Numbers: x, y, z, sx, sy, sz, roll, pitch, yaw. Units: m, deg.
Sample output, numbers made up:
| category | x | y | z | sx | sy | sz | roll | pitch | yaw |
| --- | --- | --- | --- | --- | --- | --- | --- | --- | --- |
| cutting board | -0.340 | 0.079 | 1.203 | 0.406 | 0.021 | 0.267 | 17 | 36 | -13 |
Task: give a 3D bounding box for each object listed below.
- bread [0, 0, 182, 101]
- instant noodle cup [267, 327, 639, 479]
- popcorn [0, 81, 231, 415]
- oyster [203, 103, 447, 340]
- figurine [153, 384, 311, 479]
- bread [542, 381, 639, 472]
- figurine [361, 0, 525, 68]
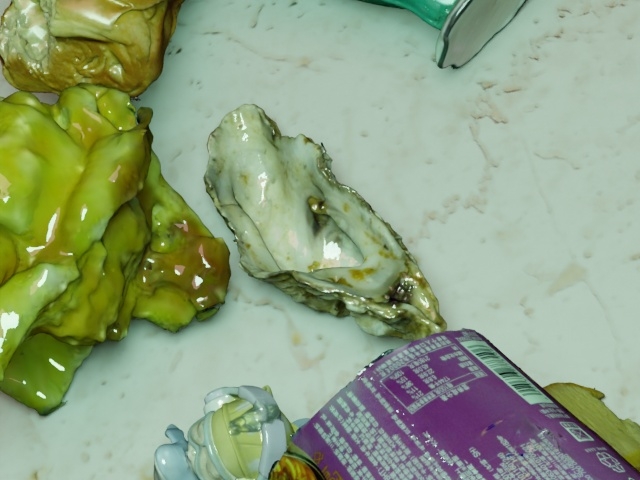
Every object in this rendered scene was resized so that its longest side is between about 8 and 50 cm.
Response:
| category | x | y | z | sx | sy | sz | roll | pitch | yaw |
| --- | --- | --- | --- | --- | --- | --- | --- | --- | --- |
| bread | -0.216 | -0.296 | 1.750 | 0.195 | 0.149 | 0.344 | 2 | 40 | 13 |
| instant noodle cup | 0.120 | 0.254 | 1.391 | 0.340 | 0.340 | 0.266 | -37 | 61 | -9 |
| popcorn | -0.284 | 0.012 | 1.629 | 0.290 | 0.325 | 0.321 | 35 | 42 | 30 |
| oyster | 0.002 | 0.000 | 1.682 | 0.341 | 0.110 | 0.166 | 32 | 68 | 21 |
| figurine | -0.071 | 0.207 | 1.571 | 0.208 | 0.184 | 0.128 | 2 | 59 | -40 |
| bread | 0.239 | 0.224 | 1.586 | 0.140 | 0.169 | 0.160 | 43 | 37 | 21 |
| figurine | 0.068 | -0.360 | 1.766 | 0.340 | 0.231 | 0.323 | 39 | 75 | 15 |
